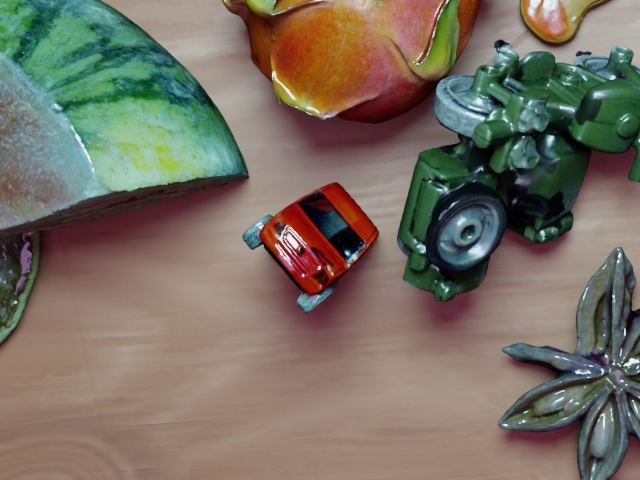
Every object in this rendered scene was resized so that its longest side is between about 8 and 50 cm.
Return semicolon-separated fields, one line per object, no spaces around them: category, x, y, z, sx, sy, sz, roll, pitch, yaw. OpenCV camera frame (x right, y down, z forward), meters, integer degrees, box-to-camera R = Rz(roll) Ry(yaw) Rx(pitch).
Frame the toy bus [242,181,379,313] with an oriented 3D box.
toy bus;0.000;0.000;0.945;0.089;0.195;0.081;-40;88;3

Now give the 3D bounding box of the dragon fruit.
dragon fruit;0.033;-0.215;0.928;0.224;0.224;0.227;25;100;5

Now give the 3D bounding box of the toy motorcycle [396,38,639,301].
toy motorcycle;0.179;-0.061;0.929;0.127;0.275;0.205;42;132;40

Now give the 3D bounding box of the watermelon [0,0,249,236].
watermelon;-0.227;-0.103;0.989;0.201;0.213;0.261;-44;82;23

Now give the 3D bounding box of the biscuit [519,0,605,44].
biscuit;0.277;-0.290;0.983;0.250;0.036;0.165;-25;91;7

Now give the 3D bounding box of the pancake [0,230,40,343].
pancake;-0.384;0.012;1.069;0.254;0.037;0.253;0;93;7

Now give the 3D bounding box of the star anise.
star anise;0.271;0.130;0.983;0.212;0.073;0.197;-44;84;9
